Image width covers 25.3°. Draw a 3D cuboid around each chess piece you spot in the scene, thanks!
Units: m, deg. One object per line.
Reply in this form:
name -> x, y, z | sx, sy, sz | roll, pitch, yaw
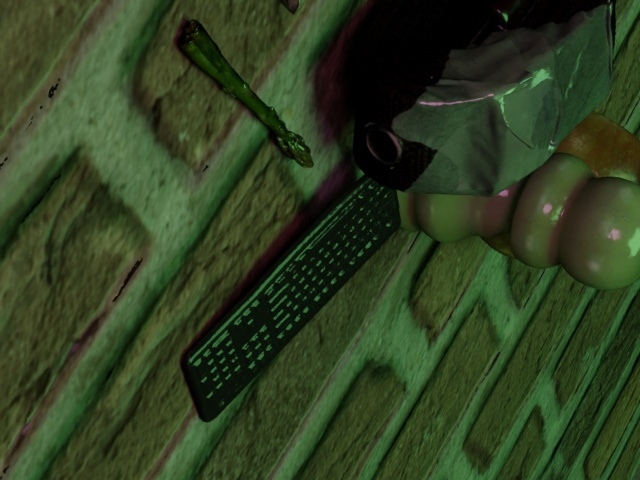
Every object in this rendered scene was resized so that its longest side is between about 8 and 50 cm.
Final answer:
chess piece -> 0.207, -0.037, 1.372 | 0.144, 0.251, 0.144 | -40, 142, -41

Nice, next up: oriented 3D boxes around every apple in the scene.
apple -> 0.251, -0.056, 1.538 | 0.199, 0.199, 0.199 | -42, 144, -41

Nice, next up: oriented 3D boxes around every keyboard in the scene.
keyboard -> 0.011, 0.004, 1.279 | 0.381, 0.041, 0.103 | -52, 150, -28

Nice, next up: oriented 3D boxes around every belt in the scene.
belt -> 0.145, -0.151, 1.256 | 0.289, 0.184, 0.164 | -42, 149, -31

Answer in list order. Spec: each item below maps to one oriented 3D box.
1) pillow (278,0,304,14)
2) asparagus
pillow -> -0.014, -0.272, 0.939 | 0.148, 0.050, 0.230 | -116, -143, -63
asparagus -> -0.052, -0.107, 1.099 | 0.233, 0.022, 0.023 | 43, 28, -60
